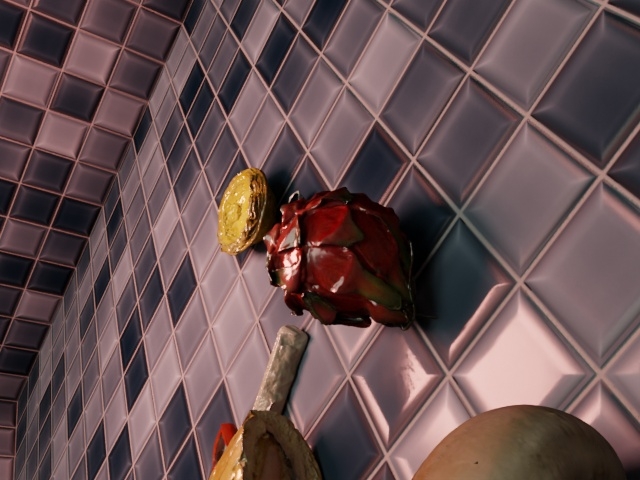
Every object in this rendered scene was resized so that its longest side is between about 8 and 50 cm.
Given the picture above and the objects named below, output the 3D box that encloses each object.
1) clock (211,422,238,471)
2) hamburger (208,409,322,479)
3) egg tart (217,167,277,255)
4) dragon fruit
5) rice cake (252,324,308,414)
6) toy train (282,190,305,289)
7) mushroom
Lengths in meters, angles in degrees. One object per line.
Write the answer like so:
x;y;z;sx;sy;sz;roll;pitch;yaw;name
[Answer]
-0.164;0.438;1.312;0.155;0.061;0.113;-134;53;-60;clock
-0.102;0.463;1.105;0.209;0.162;0.330;-49;40;38;hamburger
-0.160;-0.059;1.523;0.212;0.090;0.213;-36;44;45;egg tart
0.050;0.046;1.047;0.293;0.233;0.234;38;113;19;dragon fruit
-0.088;0.284;1.277;0.057;0.052;0.256;21;94;33;rice cake
-0.047;-0.001;1.352;0.043;0.047;0.208;-30;50;48;toy train
0.210;0.306;0.598;0.290;0.292;0.293;20;93;42;mushroom
